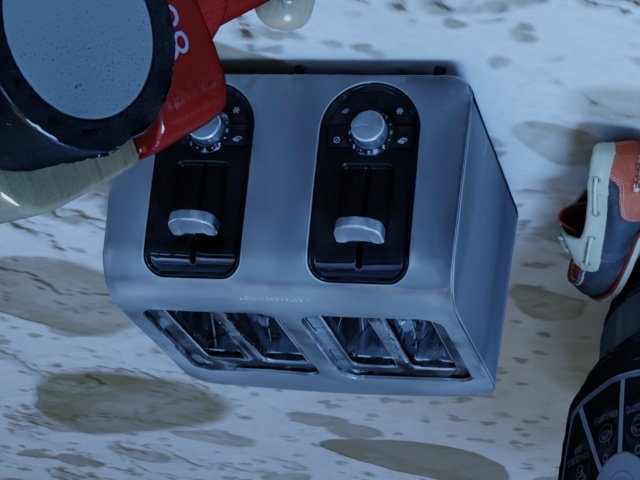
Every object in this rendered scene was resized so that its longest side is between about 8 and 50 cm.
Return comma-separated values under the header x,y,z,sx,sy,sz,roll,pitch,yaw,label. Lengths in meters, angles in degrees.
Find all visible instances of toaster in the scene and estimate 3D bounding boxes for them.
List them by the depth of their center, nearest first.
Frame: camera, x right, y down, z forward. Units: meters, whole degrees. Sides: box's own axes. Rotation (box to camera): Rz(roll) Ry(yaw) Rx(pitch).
x,y,z,sx,sy,sz,roll,pitch,yaw,label
0.000,0.000,0.921,0.168,0.110,0.186,3,160,15,toaster

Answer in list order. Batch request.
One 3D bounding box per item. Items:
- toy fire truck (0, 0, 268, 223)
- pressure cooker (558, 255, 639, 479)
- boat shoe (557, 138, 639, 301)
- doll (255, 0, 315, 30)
x,y,z,sx,sy,sz,roll,pitch,yaw,label
-0.049,-0.141,0.502,0.158,0.217,0.246,-12,-165,42,toy fire truck
0.305,0.218,0.955,0.375,0.420,0.370,0,159,22,pressure cooker
0.136,-0.010,0.937,0.043,0.049,0.137,11,158,-2,boat shoe
-0.022,-0.131,0.663,0.129,0.046,0.189,9,160,-8,doll
